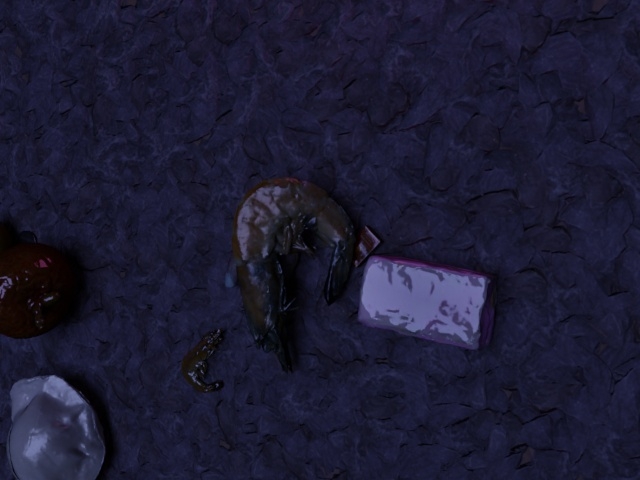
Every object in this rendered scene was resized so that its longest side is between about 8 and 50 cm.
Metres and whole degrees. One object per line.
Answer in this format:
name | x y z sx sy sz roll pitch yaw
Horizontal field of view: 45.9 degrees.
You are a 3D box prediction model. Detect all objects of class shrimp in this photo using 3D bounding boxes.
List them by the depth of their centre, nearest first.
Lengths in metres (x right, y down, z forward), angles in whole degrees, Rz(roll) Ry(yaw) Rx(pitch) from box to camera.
shrimp | -0.057 0.081 1.665 0.272 0.085 0.445 -1 100 1
shrimp | -0.268 0.299 1.833 0.178 0.034 0.124 -45 74 21

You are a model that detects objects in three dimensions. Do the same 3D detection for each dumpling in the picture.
dumpling | -0.686 0.529 1.969 0.260 0.181 0.341 -20 59 16

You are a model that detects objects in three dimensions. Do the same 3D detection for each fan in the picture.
fan | 0.008 0.000 1.711 0.060 0.003 0.080 21 99 26

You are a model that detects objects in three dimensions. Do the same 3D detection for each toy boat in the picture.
toy boat | -0.137 0.042 1.739 0.155 0.085 0.227 40 107 22

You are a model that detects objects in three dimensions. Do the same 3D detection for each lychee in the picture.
lychee | -0.764 0.132 1.967 0.300 0.255 0.255 29 105 57

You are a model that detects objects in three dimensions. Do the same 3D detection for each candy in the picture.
candy | 0.221 0.122 1.544 0.265 0.116 0.155 10 92 25

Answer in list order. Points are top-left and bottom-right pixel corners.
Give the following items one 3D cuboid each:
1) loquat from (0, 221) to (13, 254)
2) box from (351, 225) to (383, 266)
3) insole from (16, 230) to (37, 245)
loquat | -0.927 0.025 2.101 0.152 0.152 0.195 4 76 27
box | 0.093 0.013 1.658 0.082 0.023 0.051 -48 69 18
insole | -0.846 0.125 2.137 0.110 0.012 0.309 15 97 27
